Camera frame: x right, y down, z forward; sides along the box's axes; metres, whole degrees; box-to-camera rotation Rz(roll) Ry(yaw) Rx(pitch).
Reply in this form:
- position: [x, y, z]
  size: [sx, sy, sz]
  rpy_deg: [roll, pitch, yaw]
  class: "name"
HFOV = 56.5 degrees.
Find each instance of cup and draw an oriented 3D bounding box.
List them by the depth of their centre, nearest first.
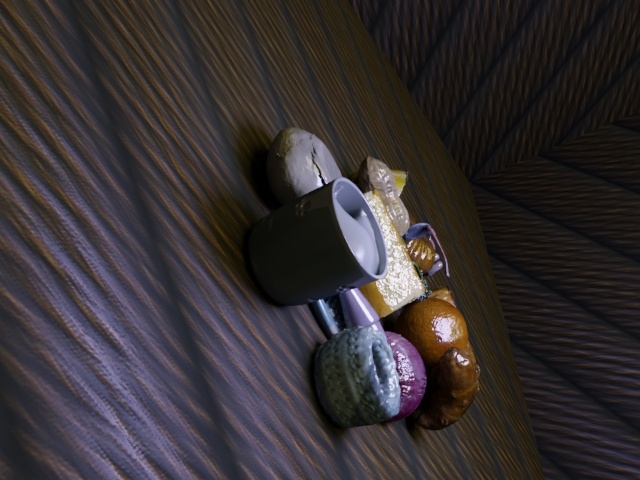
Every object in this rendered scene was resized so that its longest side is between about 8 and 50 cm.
- position: [0.000, 0.000, 1.510]
  size: [0.259, 0.275, 0.356]
  rpy_deg: [63, 24, -9]
  class: "cup"

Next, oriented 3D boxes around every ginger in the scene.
- position: [0.396, 0.448, 1.833]
  size: [0.173, 0.321, 0.165]
  rpy_deg: [-3, 35, -32]
  class: "ginger"

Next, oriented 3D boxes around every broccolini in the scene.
- position: [0.284, 0.051, 2.049]
  size: [0.079, 0.074, 0.392]
  rpy_deg: [20, 37, -31]
  class: "broccolini"

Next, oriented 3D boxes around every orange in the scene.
- position: [0.365, 0.320, 1.989]
  size: [0.264, 0.264, 0.264]
  rpy_deg: [45, 32, -39]
  class: "orange"

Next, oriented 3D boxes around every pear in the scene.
- position: [0.177, -0.180, 2.132]
  size: [0.178, 0.267, 0.267]
  rpy_deg: [31, 33, -7]
  class: "pear"

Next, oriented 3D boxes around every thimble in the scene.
- position: [0.094, 0.348, 1.531]
  size: [0.205, 0.172, 0.250]
  rpy_deg: [23, 51, -62]
  class: "thimble"

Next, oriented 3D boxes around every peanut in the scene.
- position: [0.203, -0.134, 1.941]
  size: [0.136, 0.120, 0.298]
  rpy_deg: [-77, 145, -70]
  class: "peanut"

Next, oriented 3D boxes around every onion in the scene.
- position: [0.251, 0.403, 1.804]
  size: [0.349, 0.159, 0.267]
  rpy_deg: [21, 54, -56]
  class: "onion"

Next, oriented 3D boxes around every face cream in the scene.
- position: [0.092, 0.174, 1.670]
  size: [0.273, 0.096, 0.154]
  rpy_deg: [65, 6, 4]
  class: "face cream"

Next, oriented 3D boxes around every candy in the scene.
- position: [-0.052, -0.187, 1.678]
  size: [0.295, 0.185, 0.295]
  rpy_deg: [57, 14, -22]
  class: "candy"

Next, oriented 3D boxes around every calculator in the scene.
- position: [0.029, 0.173, 1.695]
  size: [0.302, 0.042, 0.188]
  rpy_deg: [63, 26, -9]
  class: "calculator"

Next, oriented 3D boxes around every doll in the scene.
- position: [0.446, 0.060, 2.557]
  size: [0.149, 0.095, 0.192]
  rpy_deg: [156, -81, -76]
  class: "doll"

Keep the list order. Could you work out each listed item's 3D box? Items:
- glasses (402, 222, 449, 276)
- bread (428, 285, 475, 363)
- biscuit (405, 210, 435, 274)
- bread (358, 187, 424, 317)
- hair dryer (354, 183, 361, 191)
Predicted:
- position: [0.333, 0.088, 2.097]
  size: [0.118, 0.234, 0.268]
  rpy_deg: [41, 22, -49]
  class: "glasses"
- position: [0.464, 0.338, 2.256]
  size: [0.337, 0.148, 0.327]
  rpy_deg: [-2, 74, -82]
  class: "bread"
- position: [0.348, -0.019, 2.359]
  size: [0.326, 0.107, 0.325]
  rpy_deg: [46, 21, -24]
  class: "biscuit"
- position: [0.141, 0.052, 1.825]
  size: [0.237, 0.165, 0.375]
  rpy_deg: [-27, 91, -25]
  class: "bread"
- position: [0.089, -0.092, 1.977]
  size: [0.195, 0.050, 0.173]
  rpy_deg: [-26, 114, -61]
  class: "hair dryer"
